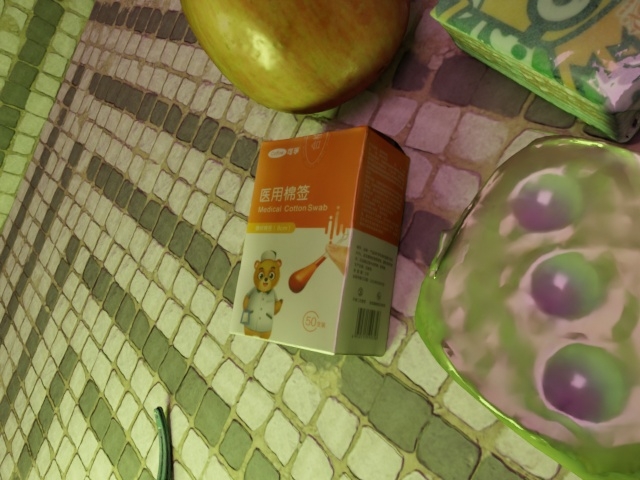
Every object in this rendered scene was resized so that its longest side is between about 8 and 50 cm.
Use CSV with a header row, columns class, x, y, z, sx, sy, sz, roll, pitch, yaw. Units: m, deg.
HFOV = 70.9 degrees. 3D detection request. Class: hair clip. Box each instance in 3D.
class,x,y,z,sx,sy,sz,roll,pitch,yaw
hair clip,-0.332,0.463,0.926,0.039,0.070,0.230,-27,55,33

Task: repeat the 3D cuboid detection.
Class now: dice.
class,x,y,z,sx,sy,sz,roll,pitch,yaw
dice,0.266,0.064,0.441,0.249,0.254,0.252,38,100,34

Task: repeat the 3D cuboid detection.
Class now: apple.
class,x,y,z,sx,sy,sz,roll,pitch,yaw
apple,-0.053,-0.429,0.760,0.391,0.346,0.392,-14,64,32

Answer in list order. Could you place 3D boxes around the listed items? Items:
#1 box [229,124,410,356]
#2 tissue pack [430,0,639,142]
class,x,y,z,sx,sy,sz,roll,pitch,yaw
box,0.000,0.000,0.734,0.224,0.143,0.342,2,78,37
tissue pack,0.332,-0.304,0.566,0.228,0.127,0.311,-52,53,17
